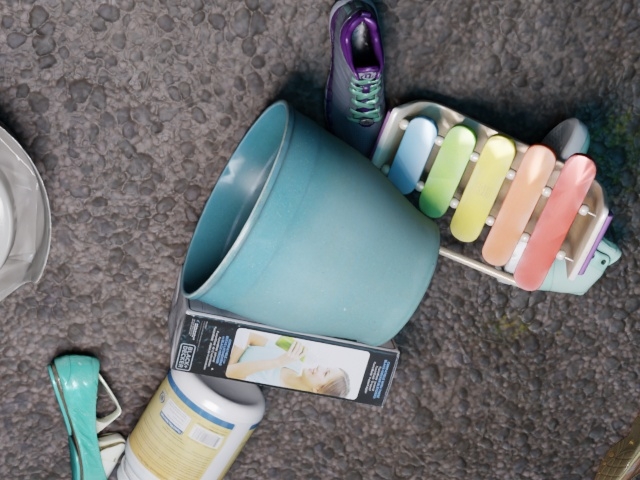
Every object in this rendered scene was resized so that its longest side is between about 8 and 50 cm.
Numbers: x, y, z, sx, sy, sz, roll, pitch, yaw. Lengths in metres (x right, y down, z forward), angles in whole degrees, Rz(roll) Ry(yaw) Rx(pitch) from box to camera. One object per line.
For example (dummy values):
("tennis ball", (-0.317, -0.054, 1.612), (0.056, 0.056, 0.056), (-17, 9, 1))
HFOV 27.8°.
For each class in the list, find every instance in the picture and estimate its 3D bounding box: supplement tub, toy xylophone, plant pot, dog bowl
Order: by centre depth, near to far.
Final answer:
("plant pot", (0.000, 0.000, 1.625), (0.255, 0.271, 0.271), (26, 107, -16))
("dog bowl", (-0.513, -0.036, 1.632), (0.349, 0.102, 0.348), (-3, 114, -7))
("toy xylophone", (0.214, -0.047, 1.684), (0.323, 0.081, 0.236), (20, 120, 13))
("supplement tub", (-0.181, 0.269, 1.787), (0.144, 0.144, 0.199), (27, 106, -18))

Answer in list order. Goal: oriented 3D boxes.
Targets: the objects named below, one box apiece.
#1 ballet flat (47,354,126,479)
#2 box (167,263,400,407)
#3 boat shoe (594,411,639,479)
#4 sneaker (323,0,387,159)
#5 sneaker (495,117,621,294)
("ballet flat", (-0.317, 0.268, 1.804), (0.087, 0.083, 0.247), (-12, 115, -13))
("box", (-0.053, 0.126, 1.734), (0.290, 0.169, 0.087), (13, 108, -12))
("boat shoe", (0.481, 0.326, 1.951), (0.060, 0.064, 0.178), (30, 103, -17))
("sneaker", (0.047, -0.195, 1.646), (0.083, 0.098, 0.223), (-9, 114, -4))
("sneaker", (0.349, -0.041, 1.758), (0.151, 0.094, 0.255), (13, 119, -9))
